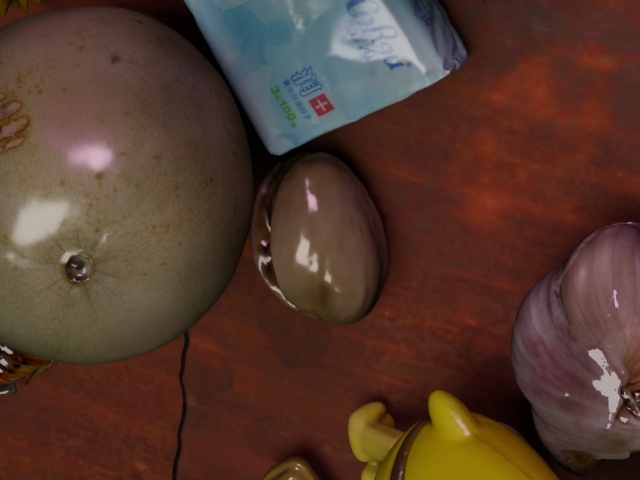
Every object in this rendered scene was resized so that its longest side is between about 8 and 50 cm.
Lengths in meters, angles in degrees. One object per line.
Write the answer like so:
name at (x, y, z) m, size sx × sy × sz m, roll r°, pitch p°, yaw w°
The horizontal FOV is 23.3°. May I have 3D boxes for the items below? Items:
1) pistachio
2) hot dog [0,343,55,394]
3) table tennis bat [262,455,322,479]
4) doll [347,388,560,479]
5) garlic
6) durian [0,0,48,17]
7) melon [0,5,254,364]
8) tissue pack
pistachio at (0.000, 0.000, 1.270) m, size 0.113 × 0.113 × 0.149 m, roll -1°, pitch 106°, yaw 24°
hot dog at (-0.284, 0.047, 1.426) m, size 0.270 × 0.082 × 0.162 m, roll -34°, pitch 95°, yaw 33°
table tennis bat at (0.060, 0.326, 1.425) m, size 0.198 × 0.050 × 0.321 m, roll -34°, pitch 100°, yaw 31°
doll at (0.132, 0.218, 1.215) m, size 0.363 × 0.145 × 0.199 m, roll 18°, pitch 130°, yaw 57°
garlic at (0.267, 0.116, 1.166) m, size 0.207 × 0.207 × 0.256 m, roll -53°, pitch 57°, yaw 32°
durian at (-0.318, -0.270, 1.268) m, size 0.250 × 0.138 × 0.183 m, roll 6°, pitch 124°, yaw 28°
melon at (-0.184, -0.047, 1.207) m, size 0.268 × 0.330 × 0.268 m, roll -3°, pitch 116°, yaw -6°
tissue pack at (-0.026, -0.212, 1.188) m, size 0.177 × 0.089 × 0.263 m, roll -23°, pitch 103°, yaw 28°
